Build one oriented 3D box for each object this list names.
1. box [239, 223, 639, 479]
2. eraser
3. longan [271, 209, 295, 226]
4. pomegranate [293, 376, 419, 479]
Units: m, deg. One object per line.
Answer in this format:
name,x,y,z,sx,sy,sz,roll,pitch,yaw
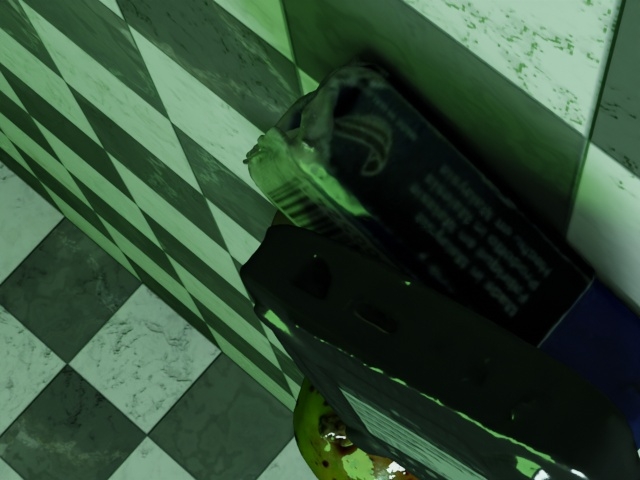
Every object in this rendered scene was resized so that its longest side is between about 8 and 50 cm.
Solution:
box,0.094,0.124,1.034,0.290,0.073,0.289,29,162,31
eraser,0.099,0.017,1.061,0.332,0.101,0.155,42,168,-7
longan,0.000,0.000,1.364,0.119,0.106,0.106,53,178,37
pomegranate,0.081,0.190,1.572,0.198,0.198,0.246,34,169,37
